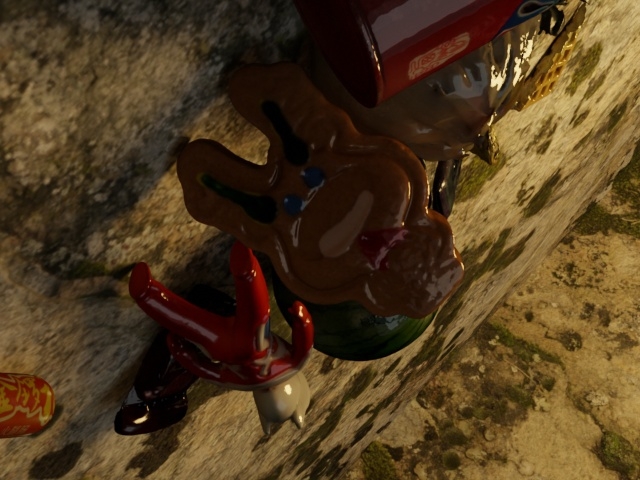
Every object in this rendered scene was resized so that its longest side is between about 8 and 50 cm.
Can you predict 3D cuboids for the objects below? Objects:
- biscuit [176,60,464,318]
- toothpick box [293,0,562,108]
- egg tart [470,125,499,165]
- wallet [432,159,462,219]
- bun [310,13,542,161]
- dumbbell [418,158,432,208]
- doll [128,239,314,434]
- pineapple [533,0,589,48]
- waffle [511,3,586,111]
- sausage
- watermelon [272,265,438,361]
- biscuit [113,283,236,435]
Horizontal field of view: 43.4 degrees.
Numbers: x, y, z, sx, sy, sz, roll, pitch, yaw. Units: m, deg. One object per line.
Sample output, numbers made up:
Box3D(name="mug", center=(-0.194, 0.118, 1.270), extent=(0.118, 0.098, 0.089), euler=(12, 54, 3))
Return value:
Box3D(name="biscuit", center=(0.012, -0.035, 0.860), extent=(0.202, 0.334, 0.047), euler=(-49, -165, 13))
Box3D(name="toothpick box", center=(0.141, -0.282, 0.698), extent=(0.333, 0.204, 0.204), euler=(-29, 156, -3))
Box3D(name="egg tart", center=(0.270, -0.189, 1.350), extent=(0.052, 0.130, 0.130), euler=(-6, 160, 11))
Box3D(name="wallet", center=(0.209, -0.127, 1.317), extent=(0.111, 0.030, 0.166), euler=(63, 39, -59))
Box3D(name="bun", center=(0.129, -0.202, 0.909), extent=(0.281, 0.205, 0.281), euler=(-37, 154, -21))
Box3D(name="dumbbell", center=(0.133, -0.086, 1.273), extent=(0.081, 0.081, 0.254), euler=(-45, 158, -8))
Box3D(name="doll", center=(-0.095, 0.139, 1.046), extent=(0.188, 0.099, 0.384), euler=(-11, 140, 9))
Box3D(name="pineapple", center=(0.300, -0.324, 1.098), extent=(0.277, 0.119, 0.130), euler=(-43, -177, 4))
Box3D(name="waffle", center=(0.414, -0.331, 1.458), extent=(0.125, 0.032, 0.191), euler=(-30, 150, -32))
Box3D(name="sausage", center=(-0.354, 0.167, 0.814), extent=(0.083, 0.083, 0.264), euler=(-50, 160, 4))
Box3D(name="watermelon", center=(0.050, 0.053, 1.134), extent=(0.242, 0.242, 0.242), euler=(-39, 156, -21))
Box3D(name="biscuit", center=(-0.187, 0.164, 1.123), extent=(0.235, 0.063, 0.151), euler=(-54, 158, 10))
